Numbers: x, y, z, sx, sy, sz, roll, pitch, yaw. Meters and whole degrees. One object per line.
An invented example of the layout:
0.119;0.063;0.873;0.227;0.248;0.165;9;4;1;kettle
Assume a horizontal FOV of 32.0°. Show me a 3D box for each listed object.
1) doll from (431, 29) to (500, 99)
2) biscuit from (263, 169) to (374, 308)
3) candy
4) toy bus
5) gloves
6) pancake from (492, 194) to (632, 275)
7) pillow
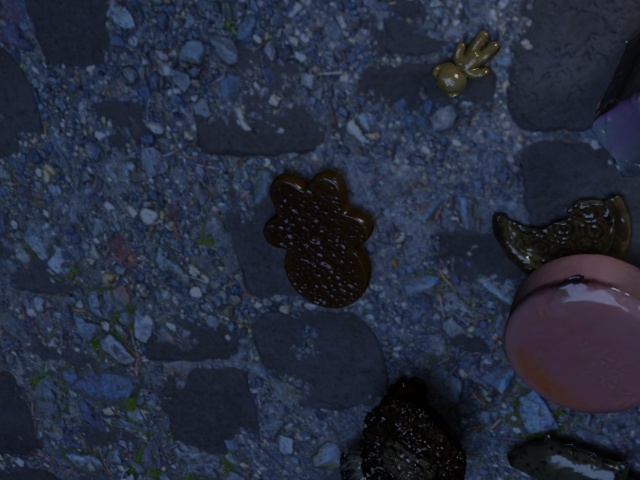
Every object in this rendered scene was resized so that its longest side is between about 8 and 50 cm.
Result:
0.195;-0.233;1.485;0.061;0.051;0.093;47;124;0;doll
0.000;0.000;1.710;0.179;0.039;0.236;-1;118;21;biscuit
0.382;0.129;1.575;0.255;0.094;0.255;11;129;14;candy
0.398;-0.180;1.267;0.138;0.317;0.112;-27;103;35;toy bus
0.139;0.342;1.788;0.210;0.135;0.312;53;148;12;gloves
0.344;-0.012;1.570;0.184;0.020;0.190;38;126;0;pancake
0.411;0.357;1.737;0.241;0.051;0.093;17;124;16;pillow
